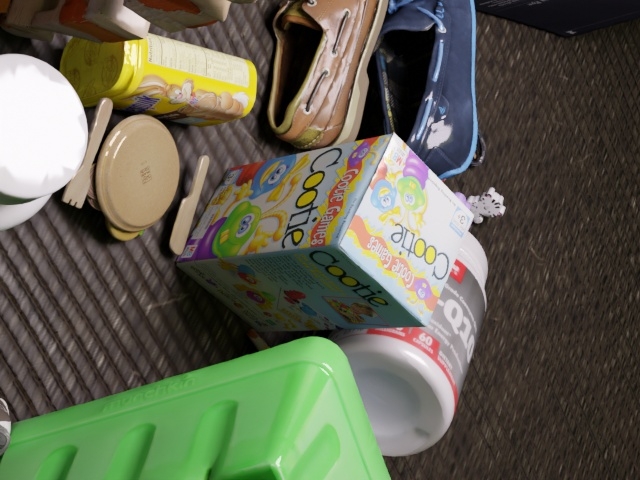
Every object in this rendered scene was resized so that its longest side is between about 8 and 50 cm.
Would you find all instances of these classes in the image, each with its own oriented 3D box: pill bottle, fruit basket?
[{"bbox_3d":[0.104,0.100,1.327,0.161,0.161,0.283,58,32,-20],"label":"pill bottle"},{"bbox_3d":[-0.312,-0.075,0.959,0.152,0.272,0.152,5,82,-40],"label":"pill bottle"},{"bbox_3d":[-0.103,0.254,1.106,0.392,0.392,0.283,-30,106,-38],"label":"fruit basket"}]

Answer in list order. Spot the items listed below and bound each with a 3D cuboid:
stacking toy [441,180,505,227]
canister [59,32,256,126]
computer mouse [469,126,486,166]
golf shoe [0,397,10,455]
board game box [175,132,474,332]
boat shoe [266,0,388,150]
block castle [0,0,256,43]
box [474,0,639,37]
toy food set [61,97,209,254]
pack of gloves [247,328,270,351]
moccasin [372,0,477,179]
[{"bbox_3d":[0.160,-0.068,1.478,0.221,0.052,0.167,56,36,-21],"label":"stacking toy"},{"bbox_3d":[-0.167,-0.169,1.192,0.169,0.126,0.073,8,80,-42],"label":"canister"},{"bbox_3d":[0.182,-0.217,1.560,0.071,0.041,0.242,-20,105,-31],"label":"computer mouse"},{"bbox_3d":[-0.374,0.145,1.026,0.198,0.077,0.094,29,22,-16],"label":"golf shoe"},{"bbox_3d":[0.000,0.000,1.218,0.144,0.275,0.142,42,60,-30],"label":"board game box"},{"bbox_3d":[0.005,-0.260,1.357,0.104,0.110,0.307,14,77,-40],"label":"boat shoe"},{"bbox_3d":[-0.230,-0.324,0.942,0.303,0.453,0.213,20,80,-37],"label":"block castle"},{"bbox_3d":[0.371,-0.422,1.537,0.312,0.343,0.179,6,81,-41],"label":"box"},{"bbox_3d":[-0.198,-0.067,1.189,0.192,0.038,0.132,32,73,-56],"label":"toy food set"},{"bbox_3d":[-0.009,0.225,1.265,0.046,0.195,0.232,-35,110,-7],"label":"pack of gloves"},{"bbox_3d":[0.123,-0.246,1.397,0.116,0.137,0.342,15,58,-44],"label":"moccasin"}]
